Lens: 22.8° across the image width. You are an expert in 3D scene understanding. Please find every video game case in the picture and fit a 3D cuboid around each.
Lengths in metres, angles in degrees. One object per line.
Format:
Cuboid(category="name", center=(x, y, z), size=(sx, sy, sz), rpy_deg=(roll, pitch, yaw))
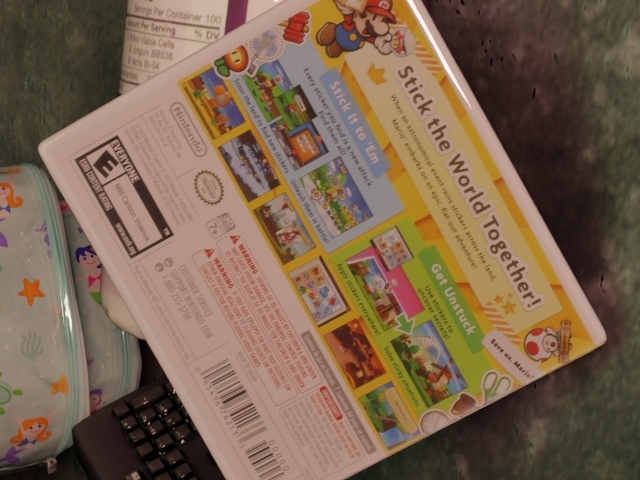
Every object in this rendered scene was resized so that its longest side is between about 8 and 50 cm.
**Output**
Cuboid(category="video game case", center=(0.000, 0.000, 0.801), size=(0.206, 0.026, 0.227), rpy_deg=(-29, 93, 9))

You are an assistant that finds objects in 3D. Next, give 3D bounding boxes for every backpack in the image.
Cuboid(category="backpack", center=(-0.235, 0.058, 1.125), size=(0.253, 0.191, 0.225), rpy_deg=(143, 118, -67))

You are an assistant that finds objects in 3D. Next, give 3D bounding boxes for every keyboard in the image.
Cuboid(category="keyboard", center=(-0.074, 0.213, 0.946), size=(0.317, 0.201, 0.033), rpy_deg=(50, 167, 41))

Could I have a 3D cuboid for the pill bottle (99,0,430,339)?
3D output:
Cuboid(category="pill bottle", center=(-0.028, -0.095, 0.888), size=(0.169, 0.169, 0.301), rpy_deg=(18, 104, 51))
